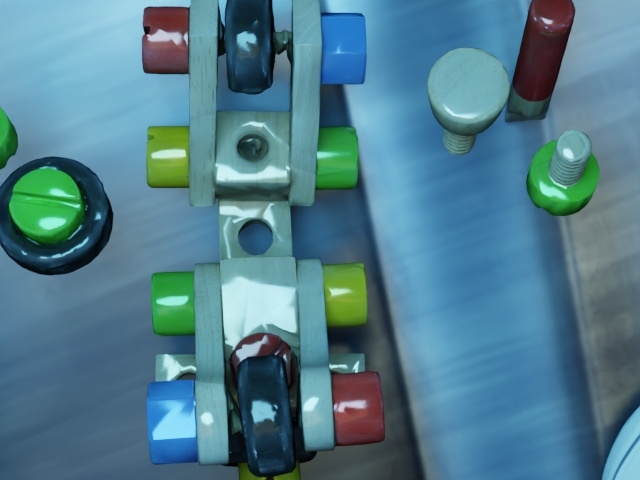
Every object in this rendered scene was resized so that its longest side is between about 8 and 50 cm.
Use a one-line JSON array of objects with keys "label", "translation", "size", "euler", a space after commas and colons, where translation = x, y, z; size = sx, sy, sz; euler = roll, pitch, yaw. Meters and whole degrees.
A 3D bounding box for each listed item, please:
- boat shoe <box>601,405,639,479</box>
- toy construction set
[{"label": "boat shoe", "translation": [0.209, 0.219, 0.974], "size": [0.095, 0.084, 0.258], "euler": [3, 107, 2]}, {"label": "toy construction set", "translation": [0.000, 0.000, 0.895], "size": [0.309, 0.237, 0.257], "euler": [-27, 73, -7]}]
